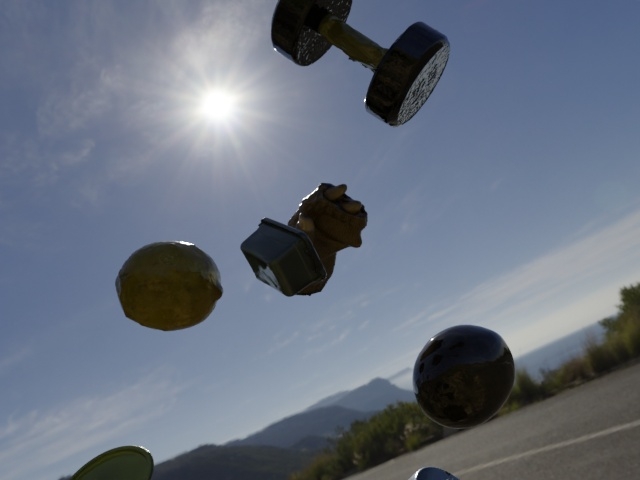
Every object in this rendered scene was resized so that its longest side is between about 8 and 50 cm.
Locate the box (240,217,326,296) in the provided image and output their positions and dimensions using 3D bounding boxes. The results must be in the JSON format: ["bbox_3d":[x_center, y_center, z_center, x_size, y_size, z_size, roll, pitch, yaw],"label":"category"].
[{"bbox_3d":[-0.083,0.037,1.153,0.093,0.124,0.172,-39,32,-22],"label":"box"}]

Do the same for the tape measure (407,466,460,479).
[{"bbox_3d":[0.223,0.502,1.030,0.182,0.181,0.107,0,-51,-55],"label":"tape measure"}]

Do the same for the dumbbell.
[{"bbox_3d":[0.077,-0.393,1.156,0.204,0.322,0.204,-50,-13,-16],"label":"dumbbell"}]

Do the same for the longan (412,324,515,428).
[{"bbox_3d":[0.285,0.267,1.144,0.220,0.196,0.196,-46,-18,-4],"label":"longan"}]

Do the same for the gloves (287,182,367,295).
[{"bbox_3d":[-0.010,-0.005,1.460,0.203,0.155,0.356,-5,-39,-36],"label":"gloves"}]

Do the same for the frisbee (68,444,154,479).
[{"bbox_3d":[-0.496,0.568,1.320,0.236,0.017,0.236,-15,25,7],"label":"frisbee"}]

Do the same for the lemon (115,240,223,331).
[{"bbox_3d":[-0.412,0.123,1.569,0.284,0.260,0.260,3,-3,31],"label":"lemon"}]
